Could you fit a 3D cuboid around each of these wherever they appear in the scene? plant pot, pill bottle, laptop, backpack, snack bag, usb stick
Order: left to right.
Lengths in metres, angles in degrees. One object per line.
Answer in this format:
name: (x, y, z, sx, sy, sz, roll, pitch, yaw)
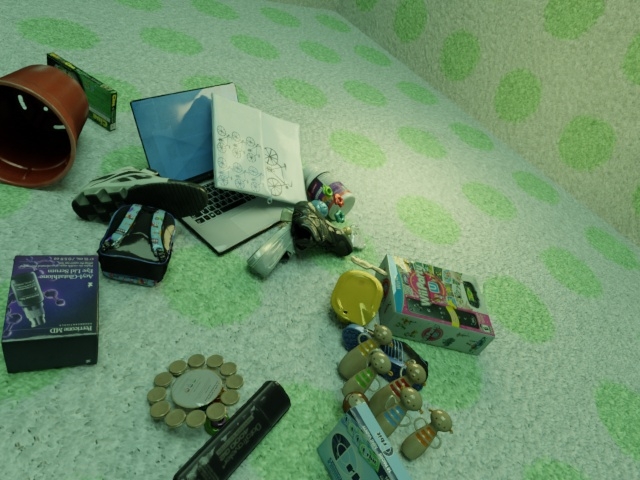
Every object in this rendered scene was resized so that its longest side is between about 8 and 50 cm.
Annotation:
plant pot: (-0.747, -0.322, 1.149, 0.272, 0.273, 0.265, 11, 34, -17)
backpack: (-0.427, 0.002, 1.046, 0.158, 0.117, 0.174, 11, 46, -15)
laptop: (-0.273, -0.230, 1.293, 0.407, 0.237, 0.382, 39, 42, 16)
usb stick: (-0.157, 0.376, 0.838, 0.077, 0.045, 0.278, 54, 43, -1)
snack bag: (-0.178, -0.270, 1.361, 0.342, 0.037, 0.324, 10, 64, -40)
pill bottle: (0.017, -0.168, 1.473, 0.108, 0.108, 0.193, -21, 57, -41)

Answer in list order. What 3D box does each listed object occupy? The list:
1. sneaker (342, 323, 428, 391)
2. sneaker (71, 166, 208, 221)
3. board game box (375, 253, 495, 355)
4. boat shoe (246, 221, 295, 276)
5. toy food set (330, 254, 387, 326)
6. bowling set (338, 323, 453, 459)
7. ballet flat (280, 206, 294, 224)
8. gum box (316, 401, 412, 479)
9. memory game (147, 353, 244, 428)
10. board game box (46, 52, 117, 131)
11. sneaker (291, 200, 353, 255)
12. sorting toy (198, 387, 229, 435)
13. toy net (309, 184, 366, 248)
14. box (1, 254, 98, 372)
sneaker: (0.163, 0.276, 1.096, 0.232, 0.081, 0.090, 36, 31, 9)
sneaker: (-0.447, -0.137, 1.127, 0.330, 0.123, 0.146, -1, 46, 0)
board game box: (0.318, 0.180, 1.260, 0.303, 0.098, 0.224, 14, 41, -12)
boat shoe: (-0.117, 0.027, 1.230, 0.081, 0.079, 0.227, 48, 38, -5)
toy food set: (0.099, 0.153, 1.193, 0.128, 0.071, 0.218, 21, 44, 9)
bowling set: (0.145, 0.318, 0.918, 0.287, 0.154, 0.200, 47, 8, 22)
ballet flat: (-0.050, -0.048, 1.354, 0.168, 0.053, 0.057, 25, -4, -21)
gum box: (0.074, 0.414, 0.810, 0.041, 0.185, 0.157, -9, 50, -34)
memory game: (-0.243, 0.291, 0.867, 0.186, 0.012, 0.186, 1, 29, -1)
board game box: (-0.749, -0.465, 1.383, 0.259, 0.136, 0.030, 32, 37, 8)
sneaker: (0.000, 0.000, 1.273, 0.227, 0.087, 0.130, 42, 44, -28)
sorting toy: (-0.208, 0.329, 0.869, 0.061, 0.042, 0.102, 2, 45, -25)
toy net: (0.060, -0.061, 1.373, 0.232, 0.045, 0.122, 43, 49, -26)
box: (-0.520, 0.137, 0.867, 0.153, 0.108, 0.207, 0, 46, -28)
